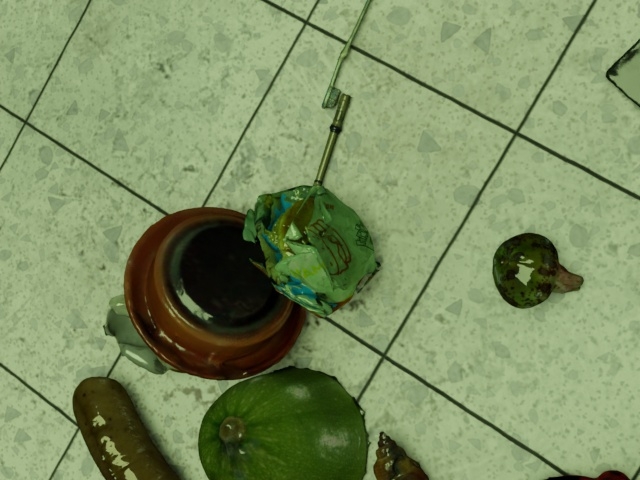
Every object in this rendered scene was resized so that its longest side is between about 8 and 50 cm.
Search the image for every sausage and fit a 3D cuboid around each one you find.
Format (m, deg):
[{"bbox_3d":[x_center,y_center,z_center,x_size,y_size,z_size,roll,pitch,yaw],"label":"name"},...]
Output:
[{"bbox_3d":[-0.357,0.492,1.848,0.136,0.123,0.501,-34,74,-17],"label":"sausage"}]

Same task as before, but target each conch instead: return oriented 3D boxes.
[{"bbox_3d":[0.166,0.464,1.697,0.080,0.086,0.232,-36,87,-28],"label":"conch"},{"bbox_3d":[-0.296,0.189,1.840,0.275,0.149,0.182,41,135,9],"label":"conch"}]

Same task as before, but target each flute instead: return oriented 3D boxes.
[{"bbox_3d":[0.017,-0.186,1.826,0.027,0.027,0.233,18,92,19],"label":"flute"}]

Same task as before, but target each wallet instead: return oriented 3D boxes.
[{"bbox_3d":[0.661,-0.255,1.611,0.146,0.030,0.285,-44,75,7],"label":"wallet"}]

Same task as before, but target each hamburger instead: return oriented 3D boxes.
[{"bbox_3d":[-0.004,-0.005,1.687,0.276,0.261,0.150,56,141,12],"label":"hamburger"}]

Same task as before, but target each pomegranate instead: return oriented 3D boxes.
[{"bbox_3d":[0.391,0.057,1.627,0.163,0.125,0.138,8,76,18],"label":"pomegranate"}]

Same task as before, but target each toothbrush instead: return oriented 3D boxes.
[{"bbox_3d":[0.063,-0.403,1.828,0.028,0.026,0.294,20,92,1],"label":"toothbrush"}]

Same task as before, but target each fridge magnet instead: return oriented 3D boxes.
[{"bbox_3d":[-0.194,0.091,1.733,0.364,0.155,0.363,9,61,-18],"label":"fridge magnet"}]

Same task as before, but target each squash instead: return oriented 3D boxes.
[{"bbox_3d":[-0.090,0.394,1.666,0.310,0.309,0.310,-1,86,17],"label":"squash"}]

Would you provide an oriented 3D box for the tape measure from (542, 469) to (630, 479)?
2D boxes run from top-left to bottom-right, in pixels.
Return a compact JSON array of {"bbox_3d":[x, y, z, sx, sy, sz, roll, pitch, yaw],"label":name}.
[{"bbox_3d":[0.457,0.536,1.570,0.260,0.114,0.253,-16,80,17],"label":"tape measure"}]
